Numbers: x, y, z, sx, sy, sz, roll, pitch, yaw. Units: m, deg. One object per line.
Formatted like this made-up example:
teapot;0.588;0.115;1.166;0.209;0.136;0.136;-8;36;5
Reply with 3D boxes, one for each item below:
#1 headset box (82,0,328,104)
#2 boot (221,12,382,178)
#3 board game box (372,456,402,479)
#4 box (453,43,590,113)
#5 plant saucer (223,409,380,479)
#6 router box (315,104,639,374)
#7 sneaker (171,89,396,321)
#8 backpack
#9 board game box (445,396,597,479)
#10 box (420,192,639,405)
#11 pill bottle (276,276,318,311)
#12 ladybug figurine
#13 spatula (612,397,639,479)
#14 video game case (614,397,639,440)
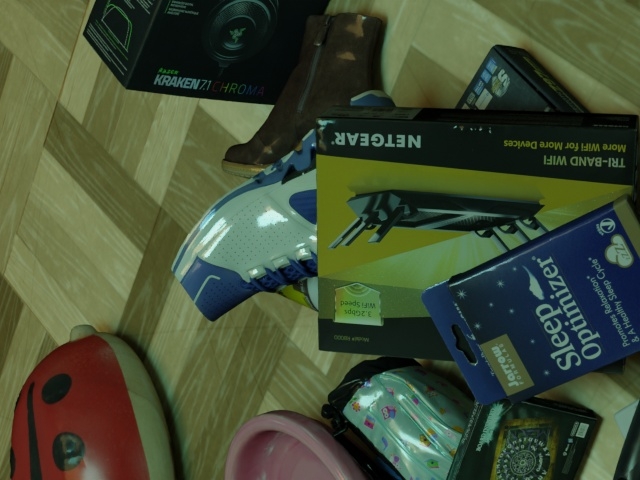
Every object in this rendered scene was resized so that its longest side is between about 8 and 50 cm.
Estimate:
headset box;-0.116;-0.324;1.657;0.131;0.246;0.283;49;123;37
boot;-0.021;-0.172;1.687;0.248;0.090;0.207;2;83;47
board game box;0.109;0.317;1.544;0.168;0.033;0.133;45;143;38
box;0.196;-0.062;1.449;0.183;0.059;0.233;52;126;33
plant saucer;0.006;0.354;1.598;0.332;0.084;0.332;28;126;48
router box;0.151;-0.005;1.339;0.308;0.081;0.243;3;106;14
sneaker;0.001;-0.001;1.479;0.315;0.127;0.182;-41;68;6
backpack;0.111;0.209;1.487;0.182;0.152;0.115;45;117;31
board game box;0.195;0.247;1.407;0.026;0.126;0.186;-104;30;-70
box;0.217;0.065;1.279;0.225;0.036;0.136;-27;98;21
pill bottle;-0.031;0.011;1.656;0.215;0.117;0.117;21;105;46
ladybug figurine;-0.340;0.346;1.965;0.305;0.161;0.450;-21;74;46
spatula;0.326;0.109;1.297;0.084;0.030;0.297;16;94;45
video game case;0.390;0.202;1.260;0.212;0.023;0.193;-42;60;39
